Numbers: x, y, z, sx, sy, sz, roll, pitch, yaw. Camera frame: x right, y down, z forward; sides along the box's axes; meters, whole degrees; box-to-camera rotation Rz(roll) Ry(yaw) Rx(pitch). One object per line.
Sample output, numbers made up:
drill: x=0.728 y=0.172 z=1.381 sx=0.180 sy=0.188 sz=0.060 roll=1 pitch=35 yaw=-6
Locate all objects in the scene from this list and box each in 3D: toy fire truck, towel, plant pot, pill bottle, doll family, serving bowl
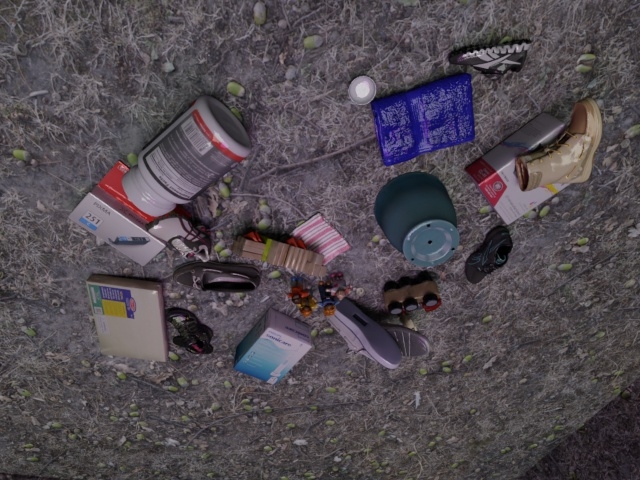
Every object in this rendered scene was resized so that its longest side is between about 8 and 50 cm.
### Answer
toy fire truck: x=0.393 y=0.283 z=1.681 sx=0.217 sy=0.158 sz=0.246 roll=-16 pitch=143 yaw=12
towel: x=0.326 y=-0.366 z=1.261 sx=0.309 sy=0.076 sz=0.227 roll=-17 pitch=127 yaw=6
plant pot: x=0.336 y=-0.056 z=1.367 sx=0.272 sy=0.255 sz=0.271 roll=-2 pitch=123 yaw=-3
pill bottle: x=-0.403 y=-0.241 z=1.210 sx=0.363 sy=0.210 sz=0.210 roll=-34 pitch=120 yaw=17
towel: x=0.000 y=0.000 z=1.511 sx=0.144 sy=0.029 sz=0.197 roll=-36 pitch=119 yaw=17
doll family: x=-0.003 y=0.226 z=1.581 sx=0.263 sy=0.163 sz=0.118 roll=-7 pitch=124 yaw=0
serving bowl: x=0.124 y=-0.454 z=1.220 sx=0.084 sy=0.027 sz=0.083 roll=-2 pitch=123 yaw=-3

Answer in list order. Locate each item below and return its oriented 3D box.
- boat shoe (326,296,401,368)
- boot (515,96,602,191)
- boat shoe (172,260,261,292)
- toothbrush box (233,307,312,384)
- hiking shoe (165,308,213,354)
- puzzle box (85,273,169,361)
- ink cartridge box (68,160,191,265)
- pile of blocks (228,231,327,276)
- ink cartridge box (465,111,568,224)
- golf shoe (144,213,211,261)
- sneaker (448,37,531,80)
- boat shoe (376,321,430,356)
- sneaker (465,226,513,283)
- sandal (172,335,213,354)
boat shoe: x=0.154 y=0.399 z=1.631 sx=0.367 sy=0.136 sz=0.156 roll=39 pitch=128 yaw=23
boot: x=0.695 y=-0.275 z=1.198 sx=0.204 sy=0.095 sz=0.261 roll=-10 pitch=126 yaw=4
boat shoe: x=-0.396 y=0.145 z=1.535 sx=0.336 sy=0.095 sz=0.112 roll=0 pitch=124 yaw=-5
toothbrush box: x=-0.206 y=0.460 z=1.742 sx=0.217 sy=0.126 sz=0.295 roll=29 pitch=118 yaw=-20
hiking shoe: x=-0.539 y=0.373 z=1.663 sx=0.086 sy=0.114 sz=0.227 roll=-38 pitch=118 yaw=19
puzzle box: x=-0.764 y=0.322 z=1.632 sx=0.273 sy=0.052 sz=0.408 roll=9 pitch=123 yaw=-2
ink cartridge box: x=-0.646 y=-0.081 z=1.382 sx=0.261 sy=0.066 sz=0.296 roll=-38 pitch=119 yaw=20
pile of blocks: x=-0.140 y=0.032 z=1.478 sx=0.363 sy=0.149 sz=0.112 roll=17 pitch=93 yaw=-17
ink cartridge box: x=0.684 y=-0.234 z=1.352 sx=0.306 sy=0.131 sz=0.226 roll=-38 pitch=118 yaw=20
golf shoe: x=-0.454 y=-0.008 z=1.344 sx=0.105 sy=0.120 sz=0.273 roll=-26 pitch=159 yaw=18
sneaker: x=0.490 y=-0.516 z=1.179 sx=0.235 sy=0.078 sz=0.106 roll=-8 pitch=121 yaw=-2
boat shoe: x=0.308 y=0.392 z=1.659 sx=0.321 sy=0.103 sz=0.118 roll=-2 pitch=103 yaw=42
sneaker: x=0.652 y=0.076 z=1.572 sx=0.101 sy=0.106 sz=0.267 roll=10 pitch=124 yaw=-13
sandal: x=-0.560 y=0.469 z=1.770 sx=0.179 sy=0.040 sz=0.067 roll=23 pitch=119 yaw=-18
